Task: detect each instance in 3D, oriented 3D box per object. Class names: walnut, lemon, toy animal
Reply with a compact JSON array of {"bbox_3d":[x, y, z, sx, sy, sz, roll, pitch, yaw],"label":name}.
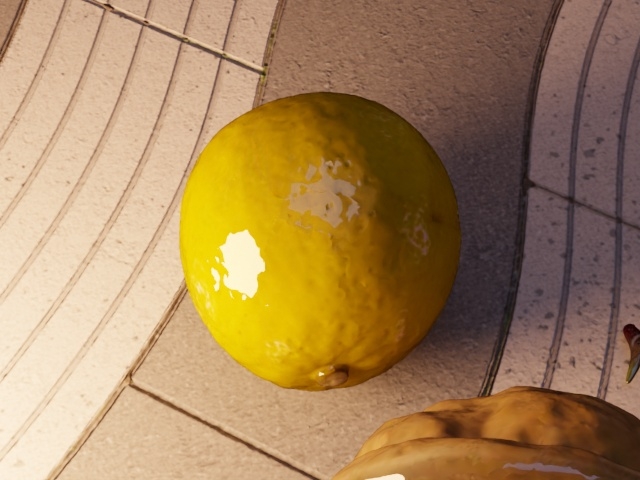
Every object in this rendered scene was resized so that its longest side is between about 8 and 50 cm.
[{"bbox_3d":[0.179,0.305,1.186,0.384,0.383,0.383,0,57,0],"label":"walnut"},{"bbox_3d":[0.000,0.000,1.407,0.348,0.348,0.347,0,57,0],"label":"lemon"},{"bbox_3d":[0.442,0.164,1.459,0.202,0.070,0.105,35,51,23],"label":"toy animal"}]
